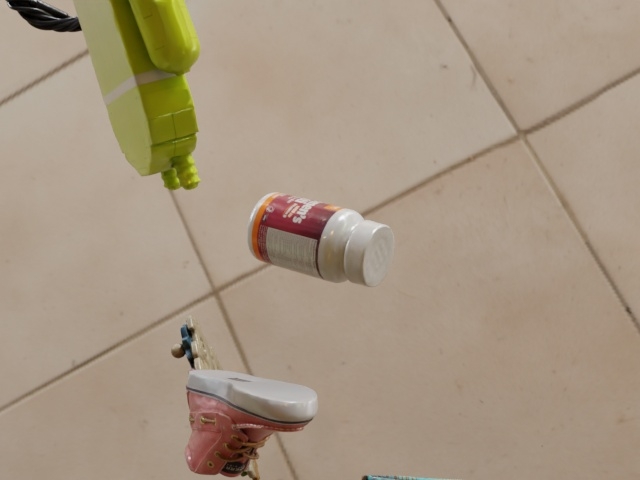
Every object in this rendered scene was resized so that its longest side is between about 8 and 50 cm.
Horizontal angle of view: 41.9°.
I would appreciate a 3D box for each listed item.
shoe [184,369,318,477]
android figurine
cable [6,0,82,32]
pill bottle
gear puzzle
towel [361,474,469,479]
[{"bbox_3d":[-0.060,0.155,0.681,0.178,0.063,0.081,-2,83,57],"label":"shoe"},{"bbox_3d":[-0.167,-0.173,0.746,0.056,0.248,0.273,-21,99,-21],"label":"android figurine"},{"bbox_3d":[-0.415,-0.395,1.310,0.184,0.047,0.150,43,64,6],"label":"cable"},{"bbox_3d":[0.000,0.000,1.352,0.221,0.121,0.121,15,80,31],"label":"pill bottle"},{"bbox_3d":[-0.153,0.268,1.281,0.044,0.339,0.175,-20,47,-1],"label":"gear puzzle"},{"bbox_3d":[0.214,0.502,1.268,0.040,0.370,0.271,-26,56,53],"label":"towel"}]
